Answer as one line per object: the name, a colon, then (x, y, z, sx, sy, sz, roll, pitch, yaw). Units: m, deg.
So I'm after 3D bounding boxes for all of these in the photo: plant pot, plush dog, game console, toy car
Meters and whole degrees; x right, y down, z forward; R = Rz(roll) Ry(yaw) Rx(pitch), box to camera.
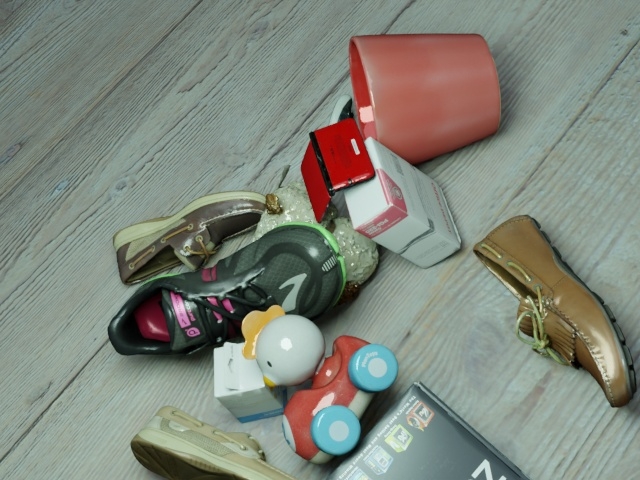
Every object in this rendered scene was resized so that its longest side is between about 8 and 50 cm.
plant pot: (0.197, -0.274, 1.631, 0.243, 0.275, 0.274, -12, 55, -3)
plush dog: (0.000, 0.000, 1.569, 0.226, 0.210, 0.262, 23, 66, 4)
game console: (0.027, -0.121, 1.487, 0.124, 0.085, 0.144, -20, 54, 3)
toy car: (-0.036, 0.210, 1.357, 0.238, 0.219, 0.210, 35, 72, -1)

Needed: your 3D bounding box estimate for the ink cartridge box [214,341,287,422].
ink cartridge box: (-0.121, 0.238, 1.466, 0.090, 0.143, 0.092, -13, 56, 10)

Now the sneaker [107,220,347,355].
sneaker: (-0.163, 0.112, 1.464, 0.483, 0.185, 0.202, -23, 8, 29)

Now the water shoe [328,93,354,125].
water shoe: (0.049, -0.202, 1.748, 0.080, 0.073, 0.203, 16, 67, 2)

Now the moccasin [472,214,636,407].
moccasin: (0.370, 0.115, 1.386, 0.147, 0.139, 0.380, -29, 54, 0)

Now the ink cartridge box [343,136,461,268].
ink cartridge box: (0.139, -0.063, 1.521, 0.092, 0.218, 0.158, -35, 50, 28)

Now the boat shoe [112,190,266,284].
boat shoe: (-0.249, 0.005, 1.679, 0.342, 0.123, 0.123, -16, 62, 13)

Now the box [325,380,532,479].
box: (0.128, 0.454, 1.242, 0.318, 0.097, 0.395, 42, 78, 18)

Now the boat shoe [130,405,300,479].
boat shoe: (-0.141, 0.363, 1.407, 0.341, 0.121, 0.110, 21, 44, 15)
